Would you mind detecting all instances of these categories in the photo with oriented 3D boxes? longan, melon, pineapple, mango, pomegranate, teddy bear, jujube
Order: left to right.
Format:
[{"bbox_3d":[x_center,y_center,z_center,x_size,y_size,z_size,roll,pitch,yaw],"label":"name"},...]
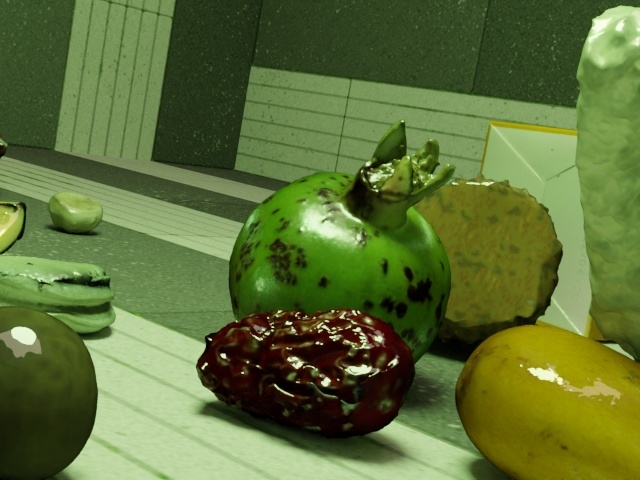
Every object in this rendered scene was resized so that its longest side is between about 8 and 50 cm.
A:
[{"bbox_3d":[-0.430,-0.008,1.183,0.128,0.079,0.160,-8,-6,40],"label":"melon"},{"bbox_3d":[-0.181,0.093,0.578,0.106,0.106,0.119,13,46,23],"label":"longan"},{"bbox_3d":[-0.009,0.095,0.778,0.166,0.104,0.104,11,6,23],"label":"jujube"},{"bbox_3d":[0.027,0.014,0.926,0.211,0.263,0.211,15,33,-10],"label":"pomegranate"},{"bbox_3d":[0.187,0.039,1.275,0.202,0.202,0.362,11,-7,8],"label":"pineapple"},{"bbox_3d":[0.197,0.137,0.715,0.219,0.112,0.145,28,15,31],"label":"mango"},{"bbox_3d":[0.381,0.021,0.710,0.362,0.375,0.327,20,39,35],"label":"teddy bear"}]

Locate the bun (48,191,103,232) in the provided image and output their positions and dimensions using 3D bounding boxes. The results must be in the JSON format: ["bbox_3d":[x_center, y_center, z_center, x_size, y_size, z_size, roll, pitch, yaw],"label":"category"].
[{"bbox_3d":[-0.380,-0.039,1.580,0.086,0.055,0.086,17,18,-6],"label":"bun"}]

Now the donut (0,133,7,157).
[{"bbox_3d":[-0.702,-0.153,1.746,0.345,0.136,0.259,4,10,-35],"label":"donut"}]

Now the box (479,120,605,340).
[{"bbox_3d":[0.385,-0.017,1.522,0.214,0.283,0.259,6,7,-38],"label":"box"}]

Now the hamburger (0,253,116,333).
[{"bbox_3d":[-0.262,0.048,0.965,0.140,0.062,0.133,4,7,-29],"label":"hamburger"}]

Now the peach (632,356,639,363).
[{"bbox_3d":[0.450,0.054,1.012,0.316,0.281,0.314,1,11,13],"label":"peach"}]
